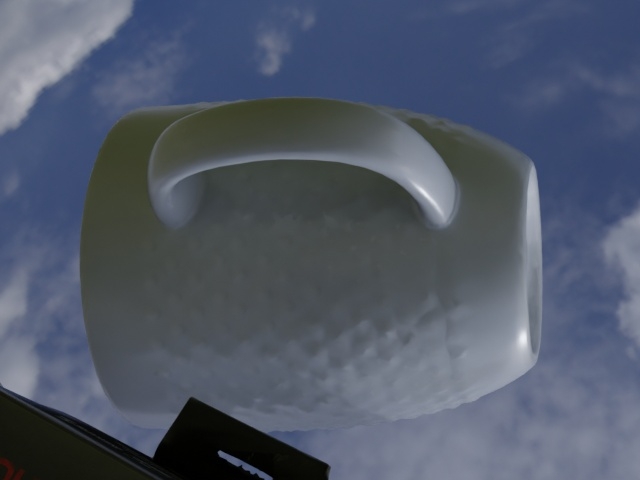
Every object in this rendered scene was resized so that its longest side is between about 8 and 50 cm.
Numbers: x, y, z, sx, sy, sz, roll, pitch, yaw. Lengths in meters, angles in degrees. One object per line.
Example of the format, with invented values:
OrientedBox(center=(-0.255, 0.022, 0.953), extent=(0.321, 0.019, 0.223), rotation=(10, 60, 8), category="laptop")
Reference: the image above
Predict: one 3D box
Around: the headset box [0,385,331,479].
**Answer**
OrientedBox(center=(-0.089, 0.202, 0.433), extent=(0.218, 0.110, 0.293), rotation=(21, -104, 34), category="headset box")

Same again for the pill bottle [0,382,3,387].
OrientedBox(center=(-0.235, 0.191, 0.892), extent=(0.108, 0.193, 0.108), rotation=(-12, -140, 10), category="pill bottle")

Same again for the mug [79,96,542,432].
OrientedBox(center=(0.000, 0.000, 0.928), extent=(0.328, 0.374, 0.276), rotation=(-1, -115, 14), category="mug")
